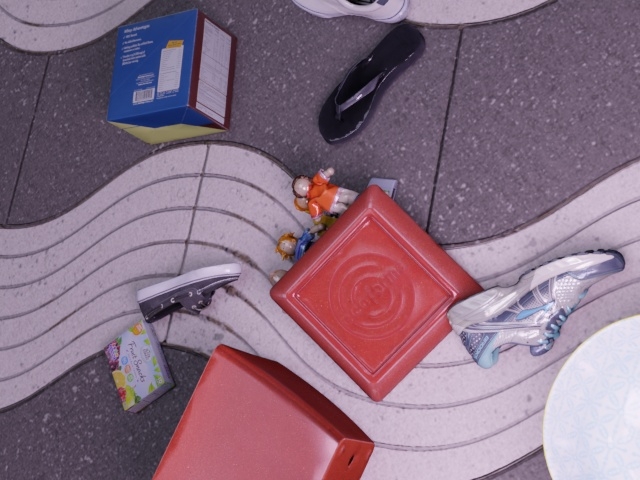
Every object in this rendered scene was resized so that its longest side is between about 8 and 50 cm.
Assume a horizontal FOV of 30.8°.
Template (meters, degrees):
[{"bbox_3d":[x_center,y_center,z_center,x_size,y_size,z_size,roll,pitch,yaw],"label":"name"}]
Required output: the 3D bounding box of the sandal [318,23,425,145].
[{"bbox_3d":[0.078,-0.284,2.060,0.254,0.054,0.097,-52,55,6],"label":"sandal"}]

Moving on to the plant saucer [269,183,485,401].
[{"bbox_3d":[0.085,0.087,1.861,0.259,0.048,0.258,45,100,7],"label":"plant saucer"}]

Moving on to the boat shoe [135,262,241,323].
[{"bbox_3d":[-0.236,0.100,2.112,0.228,0.080,0.076,-17,82,23],"label":"boat shoe"}]

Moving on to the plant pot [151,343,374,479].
[{"bbox_3d":[-0.073,0.346,1.823,0.235,0.267,0.267,25,87,23],"label":"plant pot"}]

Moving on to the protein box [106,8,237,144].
[{"bbox_3d":[-0.286,-0.314,2.246,0.199,0.136,0.201,-6,70,30],"label":"protein box"}]

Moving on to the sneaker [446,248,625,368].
[{"bbox_3d":[0.338,0.104,1.752,0.283,0.110,0.122,-28,78,24],"label":"sneaker"}]

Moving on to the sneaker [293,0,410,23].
[{"bbox_3d":[0.042,-0.460,2.122,0.258,0.091,0.094,14,81,34],"label":"sneaker"}]

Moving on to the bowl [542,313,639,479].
[{"bbox_3d":[0.444,0.250,1.469,0.289,0.156,0.290,-13,64,29],"label":"bowl"}]

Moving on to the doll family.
[{"bbox_3d":[0.000,0.000,1.992,0.163,0.118,0.263,21,103,29],"label":"doll family"}]

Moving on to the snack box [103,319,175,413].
[{"bbox_3d":[-0.335,0.233,2.146,0.100,0.037,0.141,-36,58,15],"label":"snack box"}]

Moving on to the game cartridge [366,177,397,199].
[{"bbox_3d":[0.098,-0.067,1.996,0.056,0.017,0.083,6,77,37],"label":"game cartridge"}]
